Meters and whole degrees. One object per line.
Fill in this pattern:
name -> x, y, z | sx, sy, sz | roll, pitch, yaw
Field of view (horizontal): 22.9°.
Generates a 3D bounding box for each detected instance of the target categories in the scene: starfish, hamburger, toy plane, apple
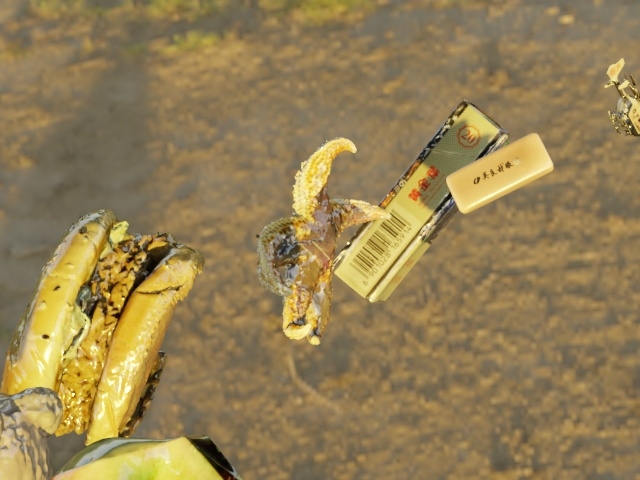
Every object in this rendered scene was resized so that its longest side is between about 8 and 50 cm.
starfish -> -0.002, -0.001, 1.802 | 0.071, 0.238, 0.216 | 10, 3, 28
hamburger -> -0.284, 0.107, 2.109 | 0.195, 0.277, 0.318 | 21, 27, 2
toy plane -> 0.394, -0.174, 2.030 | 0.049, 0.121, 0.031 | -41, 30, -15
apple -> -0.139, 0.252, 1.332 | 0.207, 0.188, 0.174 | 12, 58, -9

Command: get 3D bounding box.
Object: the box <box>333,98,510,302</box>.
box -> 0.147, -0.051, 2.287 | 0.310, 0.084, 0.198 | -51, -7, 4

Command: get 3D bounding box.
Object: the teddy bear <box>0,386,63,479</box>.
teddy bear -> -0.298, 0.181, 1.094 | 0.236, 0.267, 0.151 | -46, 59, 17

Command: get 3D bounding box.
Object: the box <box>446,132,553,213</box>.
box -> 0.197, -0.074, 1.745 | 0.115, 0.025, 0.048 | -26, 72, 9
